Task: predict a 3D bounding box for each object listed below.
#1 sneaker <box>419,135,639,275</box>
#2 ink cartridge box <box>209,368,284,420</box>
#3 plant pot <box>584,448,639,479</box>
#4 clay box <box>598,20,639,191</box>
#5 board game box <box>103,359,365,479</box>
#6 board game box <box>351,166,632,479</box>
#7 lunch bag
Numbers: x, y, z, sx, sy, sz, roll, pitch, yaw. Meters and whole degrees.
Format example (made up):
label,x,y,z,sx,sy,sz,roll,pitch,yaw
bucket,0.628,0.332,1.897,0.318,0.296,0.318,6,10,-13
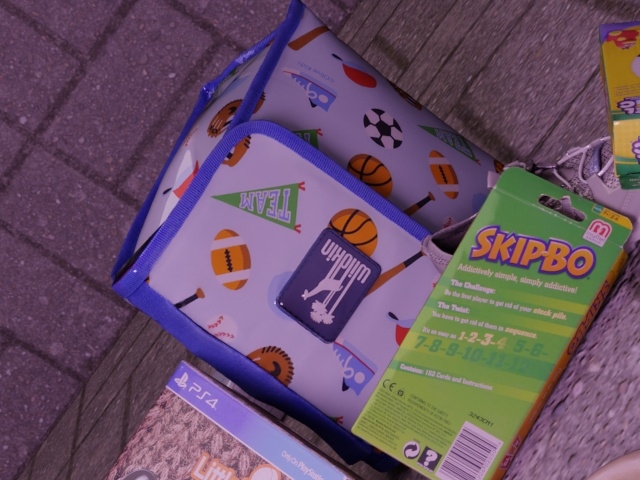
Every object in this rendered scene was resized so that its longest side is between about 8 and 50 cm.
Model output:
label,x,y,z,sx,sy,sz,roll,pitch,yaw
sneaker,0.196,-0.028,1.270,0.281,0.115,0.105,-44,18,35
ink cartridge box,-0.140,0.212,1.968,0.308,0.091,0.385,-59,14,-14
plant pot,0.182,0.191,0.619,0.284,0.191,0.284,-51,14,18
clay box,0.284,-0.110,1.145,0.222,0.127,0.053,-78,-18,-60
board game box,-0.089,0.290,1.249,0.232,0.141,0.291,27,82,45
board game box,0.142,0.074,1.207,0.259,0.124,0.039,-60,-27,-3
lunch bag,0.000,0.000,1.462,0.239,0.328,0.385,-42,17,42
